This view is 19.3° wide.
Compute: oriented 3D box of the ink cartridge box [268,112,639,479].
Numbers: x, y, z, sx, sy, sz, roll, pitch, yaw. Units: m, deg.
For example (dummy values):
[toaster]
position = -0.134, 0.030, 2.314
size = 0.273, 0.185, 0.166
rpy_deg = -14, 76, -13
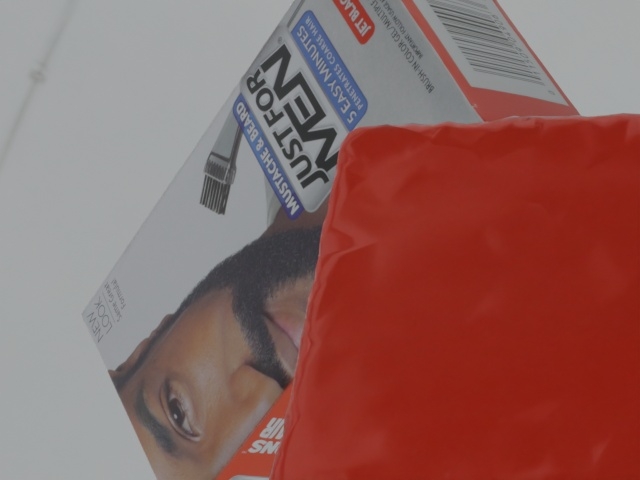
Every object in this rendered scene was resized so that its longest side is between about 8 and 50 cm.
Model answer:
[ink cartridge box]
position = 0.092, 0.106, 0.247
size = 0.308, 0.091, 0.385
rpy_deg = -1, -126, 23

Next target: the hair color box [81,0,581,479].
[hair color box]
position = 0.000, 0.000, 0.570
size = 0.167, 0.053, 0.093
rpy_deg = -55, -132, 29
